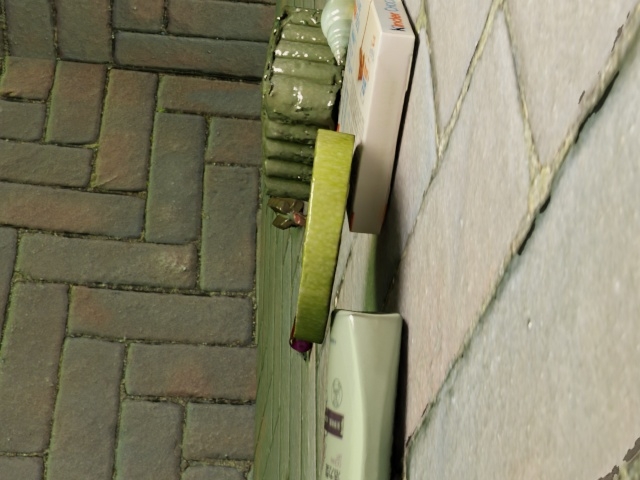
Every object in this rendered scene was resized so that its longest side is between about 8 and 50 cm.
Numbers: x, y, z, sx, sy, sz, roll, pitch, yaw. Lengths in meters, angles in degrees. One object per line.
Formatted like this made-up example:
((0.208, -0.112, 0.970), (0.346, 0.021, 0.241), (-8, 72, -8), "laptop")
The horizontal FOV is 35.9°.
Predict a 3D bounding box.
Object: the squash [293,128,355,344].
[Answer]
((0.000, 0.000, 1.163), (0.252, 0.048, 0.252), (-171, 90, -89), "squash")

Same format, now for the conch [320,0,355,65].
((0.047, -0.317, 1.425), (0.065, 0.088, 0.180), (-26, 41, 48), "conch")

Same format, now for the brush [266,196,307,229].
((-0.060, -0.057, 2.227), (0.301, 0.071, 0.084), (-161, 59, -74), "brush")

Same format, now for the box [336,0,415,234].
((0.064, -0.188, 1.272), (0.273, 0.048, 0.265), (-94, 10, -58), "box")

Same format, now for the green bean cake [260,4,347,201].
((-0.023, -0.212, 1.554), (0.255, 0.132, 0.241), (96, -179, -53), "green bean cake")

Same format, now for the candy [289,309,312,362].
((-0.034, 0.172, 1.887), (0.045, 0.043, 0.175), (-107, 21, -46), "candy")

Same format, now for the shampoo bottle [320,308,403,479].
((0.041, 0.257, 1.069), (0.134, 0.078, 0.360), (164, 110, -81), "shampoo bottle")
